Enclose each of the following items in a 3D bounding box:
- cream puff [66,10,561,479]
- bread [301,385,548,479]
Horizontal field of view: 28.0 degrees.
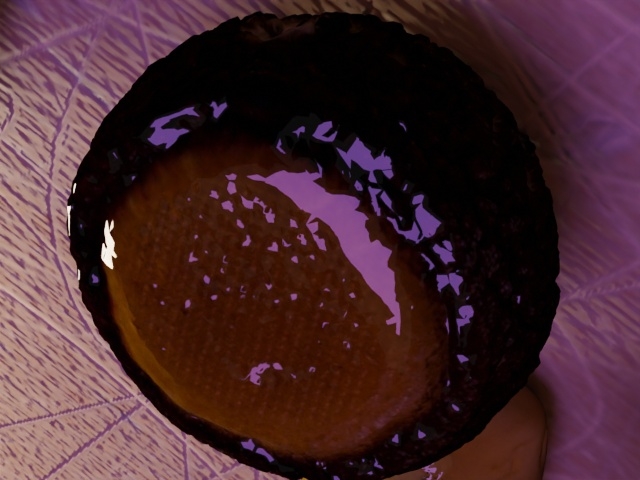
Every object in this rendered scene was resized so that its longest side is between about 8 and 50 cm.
[{"bbox_3d":[0.000,0.000,0.624,0.239,0.165,0.239,12,124,19],"label":"cream puff"},{"bbox_3d":[0.053,0.156,0.768,0.147,0.098,0.217,17,130,23],"label":"bread"}]
